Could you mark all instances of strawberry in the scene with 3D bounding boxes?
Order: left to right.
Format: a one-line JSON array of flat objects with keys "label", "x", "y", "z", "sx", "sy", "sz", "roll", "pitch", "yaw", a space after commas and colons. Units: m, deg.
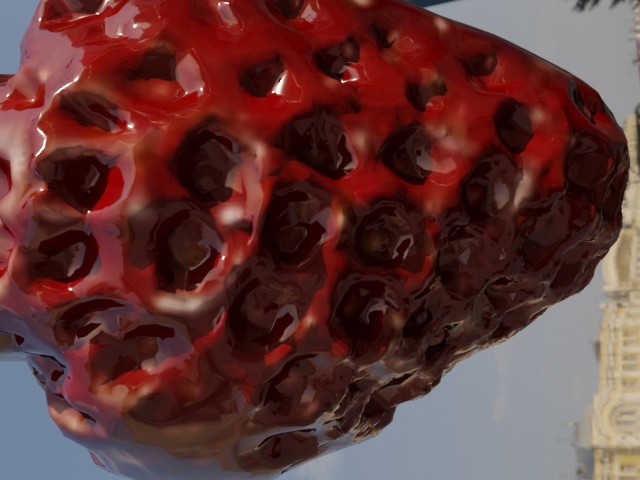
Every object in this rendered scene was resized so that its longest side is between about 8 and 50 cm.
[{"label": "strawberry", "x": 0.000, "y": 0.000, "z": 0.456, "sx": 0.317, "sy": 0.345, "sz": 0.295, "roll": 89, "pitch": -177, "yaw": -46}]
